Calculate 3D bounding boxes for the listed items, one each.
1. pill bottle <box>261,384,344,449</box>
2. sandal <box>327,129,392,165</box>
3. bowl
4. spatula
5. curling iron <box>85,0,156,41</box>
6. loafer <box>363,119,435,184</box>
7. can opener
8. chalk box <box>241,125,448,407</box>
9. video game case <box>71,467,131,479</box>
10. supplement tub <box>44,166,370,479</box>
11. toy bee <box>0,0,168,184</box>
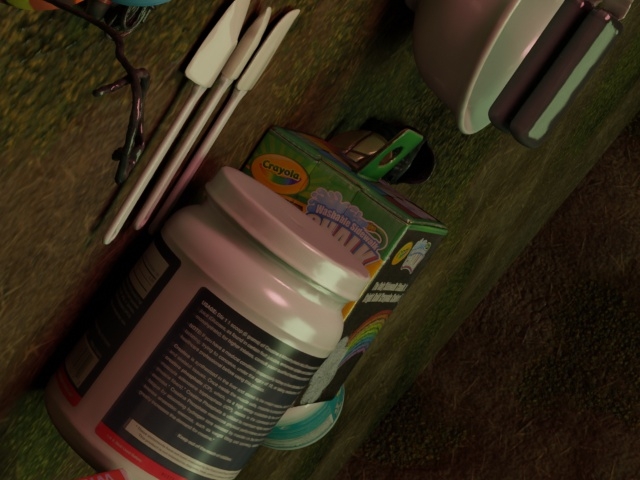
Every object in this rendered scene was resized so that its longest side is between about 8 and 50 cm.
[{"bbox_3d":[-0.046,0.169,2.042,0.146,0.146,0.264,-52,167,-12],"label":"pill bottle"},{"bbox_3d":[0.004,-0.048,1.857,0.180,0.072,0.049,-52,-178,-4],"label":"sandal"},{"bbox_3d":[0.181,-0.266,1.769,0.298,0.134,0.298,-51,166,-17],"label":"bowl"},{"bbox_3d":[-0.106,-0.101,1.449,0.242,0.019,0.168,-56,172,12],"label":"spatula"},{"bbox_3d":[-0.087,-0.248,1.101,0.274,0.035,0.068,-61,169,31],"label":"curling iron"},{"bbox_3d":[0.099,-0.095,2.031,0.076,0.078,0.223,-56,167,7],"label":"loafer"},{"bbox_3d":[0.264,-0.229,1.749,0.093,0.074,0.280,25,101,-42],"label":"can opener"},{"bbox_3d":[0.000,0.000,1.719,0.289,0.179,0.180,-57,166,6],"label":"chalk box"},{"bbox_3d":[-0.307,0.292,1.423,0.285,0.025,0.204,-10,138,-33],"label":"video game case"},{"bbox_3d":[-0.101,0.090,1.531,0.272,0.191,0.191,-53,167,7],"label":"supplement tub"},{"bbox_3d":[-0.137,-0.190,0.894,0.298,0.162,0.195,-79,-176,-55],"label":"toy bee"}]
